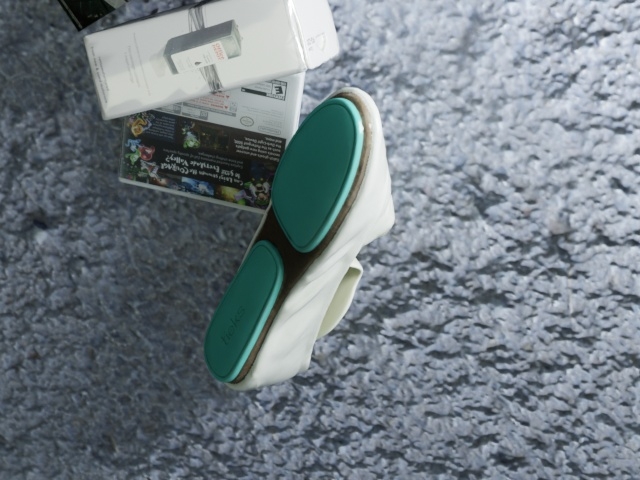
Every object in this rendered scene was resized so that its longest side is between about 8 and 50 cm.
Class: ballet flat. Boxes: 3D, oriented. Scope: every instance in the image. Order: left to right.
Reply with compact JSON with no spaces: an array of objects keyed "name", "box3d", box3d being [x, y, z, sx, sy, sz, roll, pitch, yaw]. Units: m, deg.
[{"name":"ballet flat","box3d":[0.000,0.000,2.021,0.139,0.139,0.400,28,123,0]}]

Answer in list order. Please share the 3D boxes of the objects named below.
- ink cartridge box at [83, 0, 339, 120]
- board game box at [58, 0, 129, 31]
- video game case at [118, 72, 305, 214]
[{"name":"ink cartridge box","box3d":[-0.106,-0.196,1.907,0.217,0.158,0.092,-11,100,14]},{"name":"board game box","box3d":[-0.270,-0.356,1.962,0.136,0.030,0.260,-26,107,27]},{"name":"video game case","box3d":[-0.119,-0.122,2.043,0.190,0.022,0.173,13,118,8]}]
